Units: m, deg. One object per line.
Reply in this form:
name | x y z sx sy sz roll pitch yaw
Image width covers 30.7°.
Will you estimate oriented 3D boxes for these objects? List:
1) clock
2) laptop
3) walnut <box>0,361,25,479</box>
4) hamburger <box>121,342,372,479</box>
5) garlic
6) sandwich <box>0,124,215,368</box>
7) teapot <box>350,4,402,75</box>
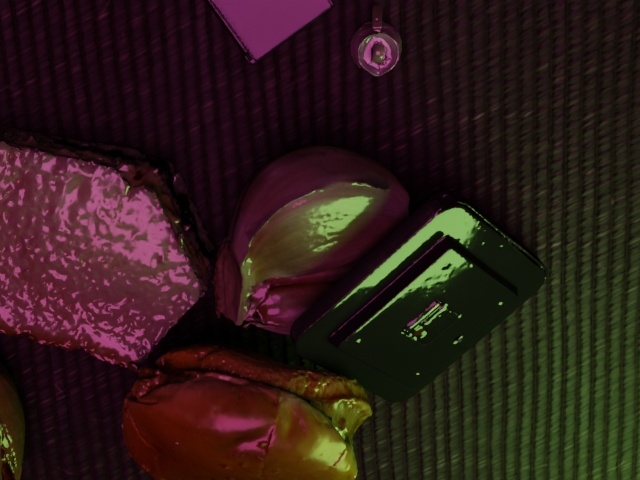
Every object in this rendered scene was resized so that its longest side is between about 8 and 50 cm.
clock | 0.131 0.086 1.453 0.279 0.049 0.273 -43 140 14
laptop | -0.085 -0.320 1.408 0.129 0.016 0.180 -33 106 11
walnut | -0.466 0.241 1.550 0.137 0.137 0.245 -4 106 2
hamburger | -0.101 0.234 1.463 0.314 0.170 0.290 16 150 -8
garlic | 0.000 0.000 1.413 0.292 0.210 0.237 -21 100 -10
sandwich | -0.294 0.006 1.463 0.325 0.131 0.262 13 107 -1
teapot | 0.068 -0.240 1.409 0.064 0.064 0.083 -1 109 0
